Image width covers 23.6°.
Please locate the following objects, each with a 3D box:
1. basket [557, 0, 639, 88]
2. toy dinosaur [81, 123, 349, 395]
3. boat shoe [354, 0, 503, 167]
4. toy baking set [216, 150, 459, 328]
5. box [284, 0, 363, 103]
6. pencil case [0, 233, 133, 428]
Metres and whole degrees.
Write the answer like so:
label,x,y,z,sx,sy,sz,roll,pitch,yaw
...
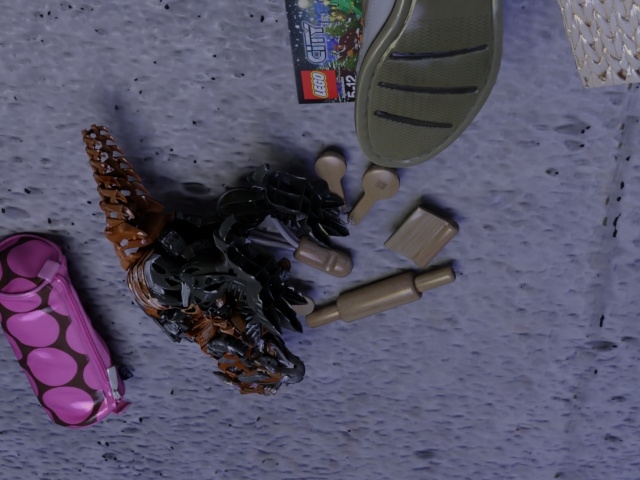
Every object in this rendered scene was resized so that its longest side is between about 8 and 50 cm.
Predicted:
label,x,y,z,sx,sy,sz,roll,pitch,yaw
basket,0.243,-0.217,1.229,0.103,0.113,0.167,-9,129,18
toy dinosaur,-0.110,0.029,1.422,0.218,0.164,0.322,-15,147,37
boat shoe,0.086,-0.199,1.205,0.113,0.103,0.302,2,130,-14
toy baking set,0.005,0.005,1.492,0.256,0.030,0.196,-23,121,23
box,0.048,-0.223,1.284,0.159,0.044,0.233,-2,129,7
pencil case,-0.264,0.094,1.550,0.098,0.095,0.209,18,143,38
